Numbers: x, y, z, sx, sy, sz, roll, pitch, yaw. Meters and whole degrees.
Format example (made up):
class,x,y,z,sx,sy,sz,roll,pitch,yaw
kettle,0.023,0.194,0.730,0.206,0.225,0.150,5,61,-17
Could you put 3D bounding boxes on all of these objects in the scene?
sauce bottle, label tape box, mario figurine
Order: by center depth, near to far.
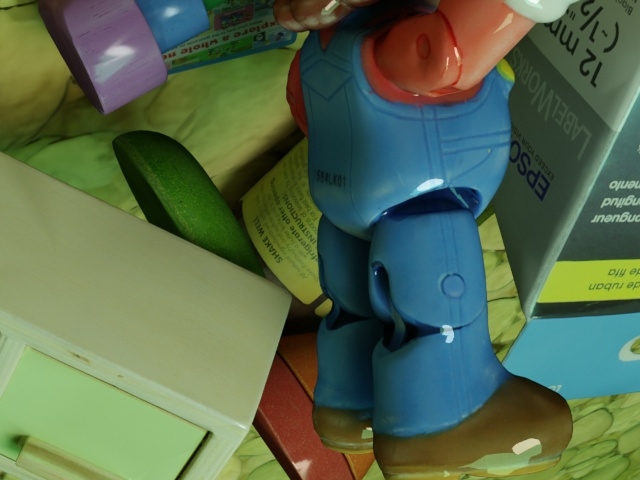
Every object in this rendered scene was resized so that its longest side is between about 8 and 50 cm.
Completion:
class,x,y,z,sx,sy,sz,roll,pitch,yaw
mario figurine,0.061,-0.069,0.596,0.198,0.320,0.170,1,-169,32
label tape box,0.216,-0.079,0.718,0.249,0.115,0.347,-2,133,-28
sauce bottle,0.000,0.000,0.857,0.344,0.111,0.111,-40,149,23

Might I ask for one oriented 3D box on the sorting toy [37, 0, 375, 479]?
class,x,y,z,sx,sy,sz,roll,pitch,yaw
sorting toy,-0.016,-0.007,0.733,0.126,0.127,0.365,-31,130,-10

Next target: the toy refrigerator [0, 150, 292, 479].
class,x,y,z,sx,sy,sz,roll,pitch,yaw
toy refrigerator,-0.160,0.025,0.618,0.270,0.094,0.102,26,132,-9

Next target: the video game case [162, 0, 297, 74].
class,x,y,z,sx,sy,sz,roll,pitch,yaw
video game case,-0.057,-0.141,0.674,0.119,0.015,0.166,-17,150,-21
